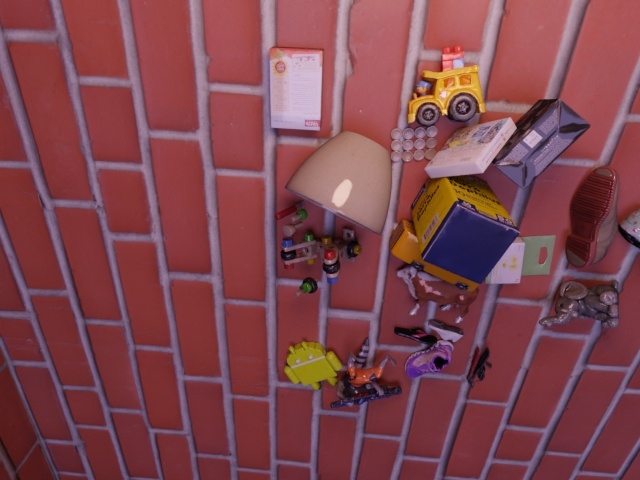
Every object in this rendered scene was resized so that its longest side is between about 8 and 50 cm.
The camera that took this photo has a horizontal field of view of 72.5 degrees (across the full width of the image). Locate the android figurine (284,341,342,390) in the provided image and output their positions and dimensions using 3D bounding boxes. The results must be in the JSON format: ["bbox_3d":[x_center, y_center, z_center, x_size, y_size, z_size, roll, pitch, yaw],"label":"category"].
[{"bbox_3d":[-0.038,0.540,1.891,0.248,0.056,0.272,-21,117,17],"label":"android figurine"}]

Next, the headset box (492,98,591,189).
[{"bbox_3d":[0.596,-0.281,1.236,0.110,0.293,0.218,41,113,1],"label":"headset box"}]

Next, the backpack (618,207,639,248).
[{"bbox_3d":[1.077,-0.022,1.426,0.182,0.152,0.115,35,111,-1],"label":"backpack"}]

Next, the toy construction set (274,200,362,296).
[{"bbox_3d":[0.000,0.000,1.535,0.258,0.237,0.308,-18,101,48],"label":"toy construction set"}]

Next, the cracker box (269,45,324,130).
[{"bbox_3d":[-0.072,-0.459,1.325,0.156,0.067,0.232,5,119,4],"label":"cracker box"}]

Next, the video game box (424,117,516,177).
[{"bbox_3d":[0.430,-0.264,1.268,0.048,0.205,0.187,45,73,-23],"label":"video game box"}]

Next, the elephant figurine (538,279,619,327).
[{"bbox_3d":[0.929,0.228,1.572,0.240,0.186,0.169,-3,85,36],"label":"elephant figurine"}]

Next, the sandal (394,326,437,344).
[{"bbox_3d":[0.386,0.374,1.751,0.179,0.067,0.040,15,108,0],"label":"sandal"}]

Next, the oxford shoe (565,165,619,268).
[{"bbox_3d":[0.911,-0.080,1.436,0.130,0.123,0.348,-10,120,-19],"label":"oxford shoe"}]

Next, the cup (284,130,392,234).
[{"bbox_3d":[0.087,-0.194,1.346,0.331,0.331,0.236,25,93,-9],"label":"cup"}]

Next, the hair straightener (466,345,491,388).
[{"bbox_3d":[0.672,0.537,1.821,0.089,0.047,0.230,5,120,3],"label":"hair straightener"}]

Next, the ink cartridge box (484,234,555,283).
[{"bbox_3d":[0.709,0.069,1.553,0.235,0.056,0.171,-1,118,9],"label":"ink cartridge box"}]

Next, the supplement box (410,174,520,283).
[{"bbox_3d":[0.418,-0.069,1.329,0.194,0.356,0.195,22,119,-7],"label":"supplement box"}]

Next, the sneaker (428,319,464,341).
[{"bbox_3d":[0.493,0.366,1.740,0.152,0.053,0.061,22,122,-7],"label":"sneaker"}]

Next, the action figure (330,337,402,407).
[{"bbox_3d":[0.198,0.586,1.867,0.342,0.178,0.330,2,131,-27],"label":"action figure"}]

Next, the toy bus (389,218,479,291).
[{"bbox_3d":[0.412,0.054,1.529,0.333,0.130,0.108,24,118,-8],"label":"toy bus"}]

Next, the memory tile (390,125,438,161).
[{"bbox_3d":[0.300,-0.309,1.404,0.148,0.012,0.113,-2,119,6],"label":"memory tile"}]

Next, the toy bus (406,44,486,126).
[{"bbox_3d":[0.351,-0.441,1.261,0.220,0.149,0.211,-7,105,12],"label":"toy bus"}]

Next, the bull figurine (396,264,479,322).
[{"bbox_3d":[0.425,0.196,1.626,0.311,0.101,0.188,13,123,1],"label":"bull figurine"}]

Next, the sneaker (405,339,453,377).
[{"bbox_3d":[0.447,0.507,1.795,0.095,0.104,0.236,40,116,-18],"label":"sneaker"}]
